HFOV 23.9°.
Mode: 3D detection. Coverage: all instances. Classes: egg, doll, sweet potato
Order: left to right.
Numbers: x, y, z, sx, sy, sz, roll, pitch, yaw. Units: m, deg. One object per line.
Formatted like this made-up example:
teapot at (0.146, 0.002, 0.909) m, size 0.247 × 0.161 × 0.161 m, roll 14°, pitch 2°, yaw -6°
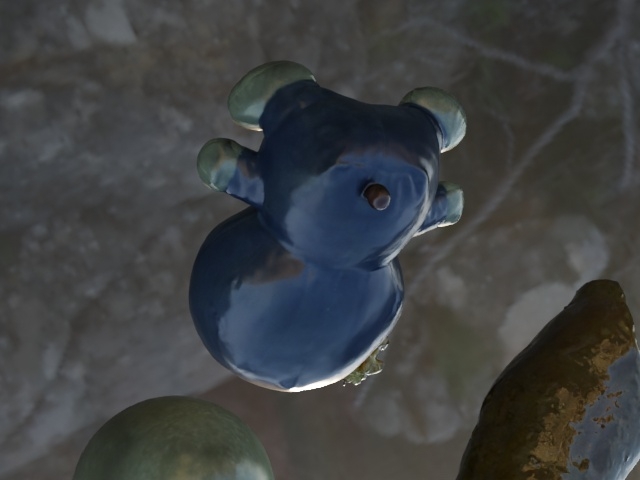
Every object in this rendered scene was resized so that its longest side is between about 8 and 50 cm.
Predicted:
egg at (-0.191, 0.333, 1.933) m, size 0.258 × 0.258 × 0.352 m, roll -17°, pitch 166°, yaw -31°
doll at (0.000, 0.000, 1.197) m, size 0.228 × 0.154 × 0.258 m, roll 8°, pitch 126°, yaw -24°
sweet potato at (0.192, 0.210, 1.336) m, size 0.370 × 0.158 × 0.158 m, roll -55°, pitch 177°, yaw -24°

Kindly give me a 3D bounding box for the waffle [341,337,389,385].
waffle at (0.014, 0.077, 1.717) m, size 0.046 × 0.192 × 0.160 m, roll -6°, pitch -172°, yaw 41°
